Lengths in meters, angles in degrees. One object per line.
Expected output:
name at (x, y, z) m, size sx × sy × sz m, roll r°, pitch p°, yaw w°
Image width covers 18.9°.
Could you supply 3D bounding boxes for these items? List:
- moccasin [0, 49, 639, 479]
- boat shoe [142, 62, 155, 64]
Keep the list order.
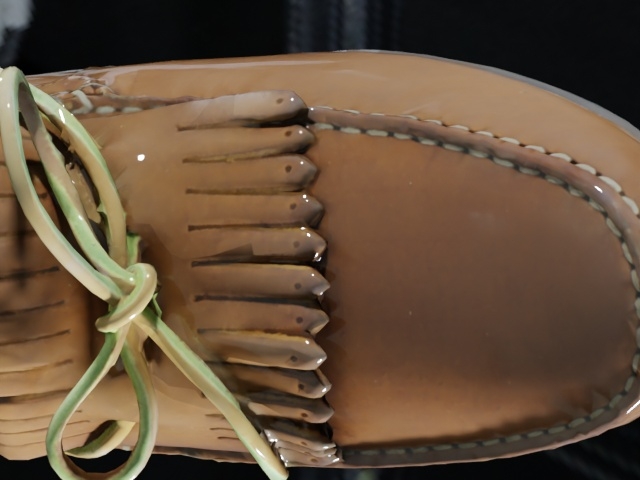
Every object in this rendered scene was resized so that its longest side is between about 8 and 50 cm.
moccasin at (-0.076, 0.004, 0.584) m, size 0.380 × 0.147 × 0.139 m, roll 10°, pitch -71°, yaw 23°
boat shoe at (0.001, -0.004, 0.950) m, size 0.306 × 0.105 × 0.113 m, roll 28°, pitch -68°, yaw 12°
